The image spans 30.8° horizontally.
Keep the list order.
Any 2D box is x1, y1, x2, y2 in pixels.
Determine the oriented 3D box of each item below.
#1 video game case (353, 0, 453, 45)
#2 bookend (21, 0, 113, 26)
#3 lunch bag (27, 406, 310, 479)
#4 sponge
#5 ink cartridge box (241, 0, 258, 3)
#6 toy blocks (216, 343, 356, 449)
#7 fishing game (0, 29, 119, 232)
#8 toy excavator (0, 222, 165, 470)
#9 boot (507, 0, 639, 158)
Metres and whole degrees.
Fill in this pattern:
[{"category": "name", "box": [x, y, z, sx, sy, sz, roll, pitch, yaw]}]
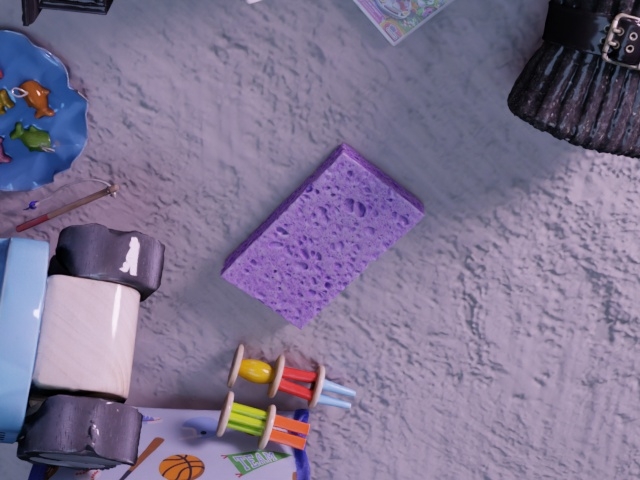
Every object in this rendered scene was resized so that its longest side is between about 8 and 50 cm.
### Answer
[{"category": "video game case", "box": [0.090, -0.254, 1.117, 0.122, 0.011, 0.087, -35, 114, 21]}, {"category": "bookend", "box": [-0.195, -0.277, 1.078, 0.156, 0.072, 0.157, 6, 123, -2]}, {"category": "lunch bag", "box": [-0.176, 0.398, 1.411, 0.328, 0.239, 0.385, 2, 115, -1]}, {"category": "sponge", "box": [0.000, 0.000, 1.269, 0.117, 0.031, 0.210, 37, 116, -19]}, {"category": "ink cartridge box", "box": [-0.048, -0.315, 1.032, 0.104, 0.060, 0.180, -22, 123, -20]}, {"category": "toy blocks", "box": [-0.036, 0.190, 1.337, 0.148, 0.123, 0.054, 16, 136, -7]}, {"category": "fishing game", "box": [-0.329, -0.126, 1.197, 0.189, 0.041, 0.264, -20, 118, 19]}, {"category": "toy excavator", "box": [-0.417, 0.103, 1.208, 0.445, 0.222, 0.433, 11, 164, -15]}, {"category": "boot", "box": [0.219, -0.232, 1.055, 0.348, 0.131, 0.260, 22, 120, -12]}]
